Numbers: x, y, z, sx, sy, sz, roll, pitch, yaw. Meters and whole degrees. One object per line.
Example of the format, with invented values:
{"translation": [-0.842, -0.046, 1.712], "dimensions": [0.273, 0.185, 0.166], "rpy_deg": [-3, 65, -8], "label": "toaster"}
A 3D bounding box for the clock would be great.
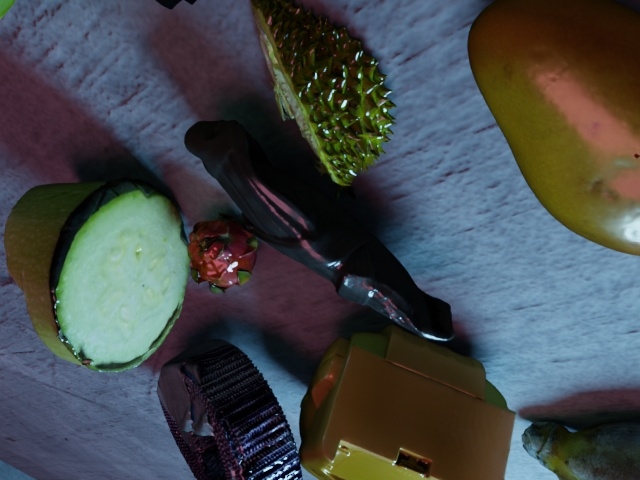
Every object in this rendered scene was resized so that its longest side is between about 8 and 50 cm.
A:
{"translation": [0.085, 0.262, 0.725], "dimensions": [0.244, 0.200, 0.317], "rpy_deg": [26, 146, -1], "label": "clock"}

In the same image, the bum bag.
{"translation": [0.000, 0.000, 0.526], "dimensions": [0.326, 0.080, 0.142], "rpy_deg": [40, 179, -14], "label": "bum bag"}

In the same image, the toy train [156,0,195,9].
{"translation": [-0.086, -0.233, 0.344], "dimensions": [0.136, 0.091, 0.227], "rpy_deg": [33, 138, -27], "label": "toy train"}

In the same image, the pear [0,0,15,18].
{"translation": [-0.269, -0.221, 0.331], "dimensions": [0.159, 0.293, 0.292], "rpy_deg": [3, 146, -29], "label": "pear"}

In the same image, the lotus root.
{"translation": [0.421, 0.309, 0.661], "dimensions": [0.321, 0.140, 0.158], "rpy_deg": [3, 135, 22], "label": "lotus root"}

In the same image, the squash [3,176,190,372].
{"translation": [-0.252, 0.039, 0.594], "dimensions": [0.133, 0.220, 0.220], "rpy_deg": [0, 134, 17], "label": "squash"}

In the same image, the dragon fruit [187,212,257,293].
{"translation": [-0.115, 0.020, 0.623], "dimensions": [0.081, 0.086, 0.116], "rpy_deg": [-16, 148, -16], "label": "dragon fruit"}

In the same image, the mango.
{"translation": [0.203, -0.074, 0.371], "dimensions": [0.253, 0.113, 0.138], "rpy_deg": [34, 136, -11], "label": "mango"}

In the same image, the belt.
{"translation": [-0.149, 0.286, 0.810], "dimensions": [0.324, 0.122, 0.260], "rpy_deg": [-24, 90, 59], "label": "belt"}

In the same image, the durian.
{"translation": [0.009, -0.110, 0.461], "dimensions": [0.100, 0.086, 0.215], "rpy_deg": [25, 149, 51], "label": "durian"}
